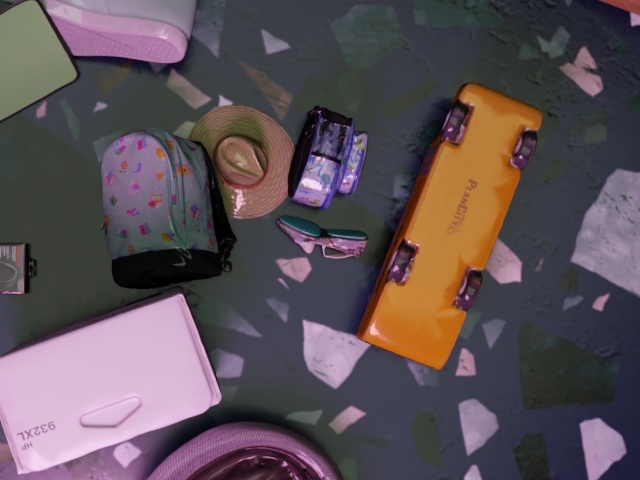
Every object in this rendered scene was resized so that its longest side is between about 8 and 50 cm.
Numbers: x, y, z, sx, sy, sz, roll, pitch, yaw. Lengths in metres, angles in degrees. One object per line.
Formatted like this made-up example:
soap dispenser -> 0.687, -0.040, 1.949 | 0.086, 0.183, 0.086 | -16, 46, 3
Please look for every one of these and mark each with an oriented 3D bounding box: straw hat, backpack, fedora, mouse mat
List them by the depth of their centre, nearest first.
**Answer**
mouse mat -> -0.389, -0.196, 1.802 | 0.189, 0.152, 0.007 | -30, 54, -6
backpack -> -0.188, -0.041, 1.808 | 0.152, 0.115, 0.182 | -8, 80, 24
fedora -> -0.103, 0.341, 1.820 | 0.275, 0.124, 0.244 | -41, 95, -12
backpack -> 0.009, -0.094, 1.844 | 0.084, 0.105, 0.114 | 19, 89, -5
straw hat -> -0.097, -0.097, 1.857 | 0.144, 0.061, 0.144 | 0, 89, -5

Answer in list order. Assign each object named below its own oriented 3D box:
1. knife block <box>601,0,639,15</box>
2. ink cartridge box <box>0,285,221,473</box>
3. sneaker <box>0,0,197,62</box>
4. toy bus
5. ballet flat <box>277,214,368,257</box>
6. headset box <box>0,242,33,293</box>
knife block -> 0.477, -0.302, 1.908 | 0.275, 0.242, 0.088 | 16, 86, 40
ink cartridge box -> -0.237, 0.147, 1.719 | 0.223, 0.307, 0.129 | -20, 91, -5
sneaker -> -0.264, -0.303, 1.842 | 0.256, 0.094, 0.151 | 11, 64, 9
toy bus -> 0.154, -0.017, 1.842 | 0.108, 0.130, 0.333 | 21, 88, -4
ballet flat -> 0.000, 0.000, 1.877 | 0.114, 0.041, 0.041 | 12, 88, -4
headset box -> -0.387, 0.034, 1.845 | 0.083, 0.032, 0.062 | 1, 89, -3
